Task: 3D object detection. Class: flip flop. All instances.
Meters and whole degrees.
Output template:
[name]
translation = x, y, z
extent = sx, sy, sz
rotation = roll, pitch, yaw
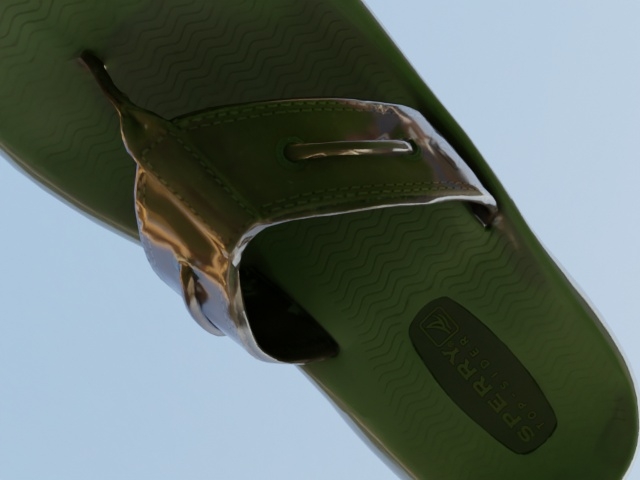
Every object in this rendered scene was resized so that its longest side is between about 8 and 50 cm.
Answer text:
[flip flop]
translation = 0.000, 0.000, 0.413
extent = 0.112, 0.080, 0.277
rotation = -41, -73, 10
